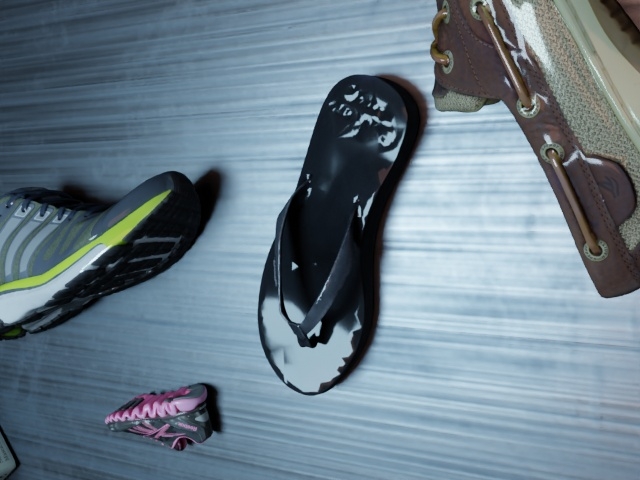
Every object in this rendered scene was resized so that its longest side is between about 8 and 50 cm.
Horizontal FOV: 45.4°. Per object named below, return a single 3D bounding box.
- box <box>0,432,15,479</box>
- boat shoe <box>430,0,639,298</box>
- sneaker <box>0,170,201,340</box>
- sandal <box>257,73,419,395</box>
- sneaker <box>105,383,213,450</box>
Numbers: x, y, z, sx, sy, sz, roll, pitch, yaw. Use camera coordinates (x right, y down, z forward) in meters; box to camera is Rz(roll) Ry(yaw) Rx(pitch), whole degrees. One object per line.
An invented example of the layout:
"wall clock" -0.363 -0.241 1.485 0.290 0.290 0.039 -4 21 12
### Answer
"box" -0.453 0.243 0.745 0.094 0.275 0.113 -41 77 27
"boat shoe" 0.115 -0.120 0.467 0.123 0.123 0.342 -36 86 27
"sneaker" -0.234 -0.002 0.688 0.300 0.111 0.121 -24 81 28
"sandal" -0.001 -0.001 0.583 0.097 0.054 0.255 20 106 26
"sneaker" -0.147 0.169 0.701 0.119 0.047 0.057 -15 101 31
